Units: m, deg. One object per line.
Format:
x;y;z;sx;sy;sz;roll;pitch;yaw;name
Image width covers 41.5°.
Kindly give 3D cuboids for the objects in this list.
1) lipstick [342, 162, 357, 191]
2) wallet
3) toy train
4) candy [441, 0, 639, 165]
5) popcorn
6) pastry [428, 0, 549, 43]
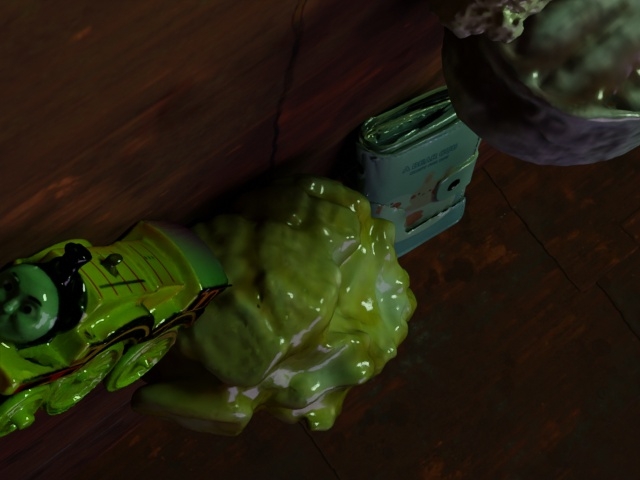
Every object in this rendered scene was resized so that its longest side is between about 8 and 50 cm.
0.166;-0.144;1.228;0.290;0.077;0.076;-36;165;-8;lipstick
0.120;-0.082;1.104;0.176;0.075;0.250;-27;151;-16;wallet
-0.187;0.059;0.667;0.160;0.100;0.296;-47;171;12;toy train
0.237;-0.192;0.692;0.289;0.214;0.157;-38;170;-16;candy
-0.066;0.080;0.955;0.292;0.293;0.334;-1;157;26;popcorn
0.179;-0.236;0.584;0.258;0.121;0.089;-30;146;-10;pastry
